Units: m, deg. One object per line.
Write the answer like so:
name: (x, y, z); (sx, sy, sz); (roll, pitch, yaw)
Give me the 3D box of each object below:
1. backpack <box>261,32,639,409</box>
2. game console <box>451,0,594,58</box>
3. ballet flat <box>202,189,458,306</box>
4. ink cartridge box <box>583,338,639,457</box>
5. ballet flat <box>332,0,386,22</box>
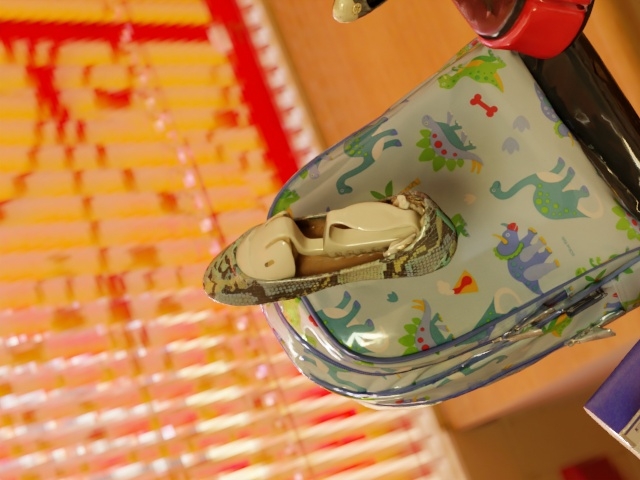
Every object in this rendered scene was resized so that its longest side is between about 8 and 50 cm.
backpack: (0.114, -0.008, 1.316); (0.355, 0.290, 0.273); (-33, -11, 16)
game console: (0.125, -0.348, 1.061); (0.060, 0.386, 0.342); (1, -54, -22)
ballet flat: (0.000, 0.000, 1.078); (0.188, 0.070, 0.070); (-12, -14, 10)
ink cartridge box: (0.294, 0.104, 1.138); (0.165, 0.065, 0.333); (-50, -32, 0)
ballet flat: (0.085, -0.302, 1.754); (0.173, 0.049, 0.057); (-36, -39, -14)
